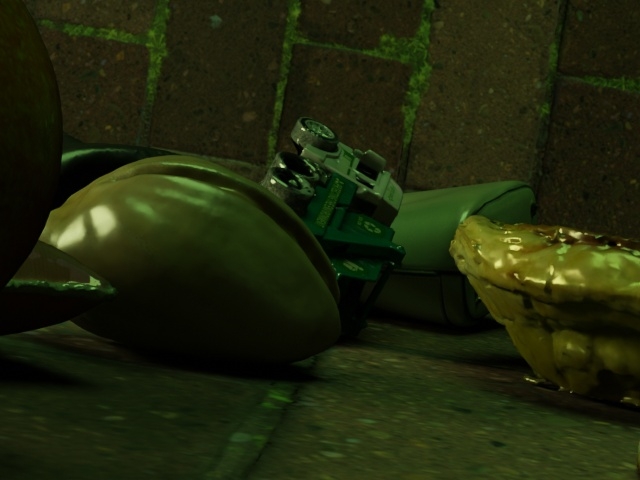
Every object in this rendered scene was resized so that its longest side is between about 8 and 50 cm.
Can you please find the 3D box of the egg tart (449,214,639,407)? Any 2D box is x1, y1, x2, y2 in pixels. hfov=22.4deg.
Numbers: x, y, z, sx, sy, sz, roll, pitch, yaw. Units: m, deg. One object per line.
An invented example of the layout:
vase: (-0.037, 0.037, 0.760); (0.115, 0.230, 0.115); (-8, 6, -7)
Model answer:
egg tart: (0.220, 0.049, 1.073); (0.290, 0.115, 0.290); (8, 2, 0)

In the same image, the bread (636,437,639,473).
bread: (0.179, 0.098, 0.762); (0.062, 0.043, 0.109); (9, 5, -38)

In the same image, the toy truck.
toy truck: (0.000, 0.000, 1.167); (0.116, 0.110, 0.216); (29, 22, -2)

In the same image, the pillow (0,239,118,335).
pillow: (-0.217, 0.017, 0.791); (0.179, 0.075, 0.171); (9, -3, -45)

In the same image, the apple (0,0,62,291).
apple: (-0.219, -0.040, 0.596); (0.237, 0.237, 0.207); (8, -9, -16)

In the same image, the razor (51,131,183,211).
razor: (-0.243, -0.043, 1.304); (0.204, 0.113, 0.349); (5, 8, -38)

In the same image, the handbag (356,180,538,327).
handbag: (0.016, -0.006, 1.390); (0.315, 0.109, 0.241); (8, 12, 25)

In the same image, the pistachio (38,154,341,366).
pistachio: (-0.074, 0.016, 0.932); (0.185, 0.124, 0.124); (25, 1, -10)
